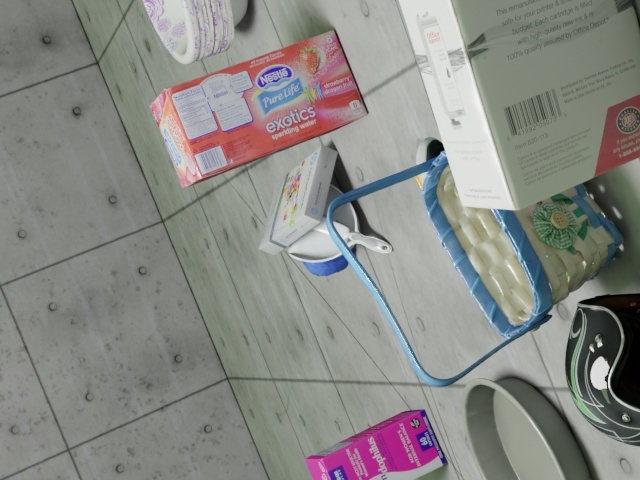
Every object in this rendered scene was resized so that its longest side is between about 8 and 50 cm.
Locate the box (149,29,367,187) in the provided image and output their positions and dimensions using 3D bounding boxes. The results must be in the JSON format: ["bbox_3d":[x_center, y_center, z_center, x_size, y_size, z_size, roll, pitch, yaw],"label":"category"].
[{"bbox_3d":[-0.101,-0.210,1.981,0.154,0.299,0.142,68,161,-3],"label":"box"}]

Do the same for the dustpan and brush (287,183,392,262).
[{"bbox_3d":[0.041,-0.014,2.159,0.211,0.147,0.060,21,180,25],"label":"dustpan and brush"}]

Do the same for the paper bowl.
[{"bbox_3d":[-0.235,-0.479,2.281,0.284,0.148,0.284,53,157,35],"label":"paper bowl"}]

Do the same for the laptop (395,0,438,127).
[{"bbox_3d":[0.080,-0.292,1.489,0.382,0.236,0.408,8,119,69],"label":"laptop"}]

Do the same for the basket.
[{"bbox_3d":[0.181,0.003,1.458,0.255,0.289,0.201,57,168,14],"label":"basket"}]

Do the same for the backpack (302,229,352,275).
[{"bbox_3d":[0.000,0.000,2.265,0.120,0.098,0.101,58,153,29],"label":"backpack"}]

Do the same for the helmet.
[{"bbox_3d":[0.351,0.144,1.364,0.169,0.169,0.162,-176,80,-70],"label":"helmet"}]

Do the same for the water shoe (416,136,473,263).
[{"bbox_3d":[0.202,-0.055,1.721,0.080,0.073,0.203,-21,90,44],"label":"water shoe"}]

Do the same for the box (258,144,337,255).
[{"bbox_3d":[-0.040,-0.068,2.194,0.186,0.038,0.145,-33,38,56],"label":"box"}]

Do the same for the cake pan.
[{"bbox_3d":[0.312,0.332,1.853,0.293,0.054,0.293,54,157,35],"label":"cake pan"}]

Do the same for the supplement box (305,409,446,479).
[{"bbox_3d":[0.100,0.404,2.261,0.111,0.220,0.114,66,162,2],"label":"supplement box"}]

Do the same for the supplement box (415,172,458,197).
[{"bbox_3d":[0.185,-0.084,1.664,0.098,0.036,0.062,-30,80,28],"label":"supplement box"}]

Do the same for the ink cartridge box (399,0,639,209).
[{"bbox_3d":[0.215,-0.197,1.269,0.117,0.207,0.283,9,119,67],"label":"ink cartridge box"}]
